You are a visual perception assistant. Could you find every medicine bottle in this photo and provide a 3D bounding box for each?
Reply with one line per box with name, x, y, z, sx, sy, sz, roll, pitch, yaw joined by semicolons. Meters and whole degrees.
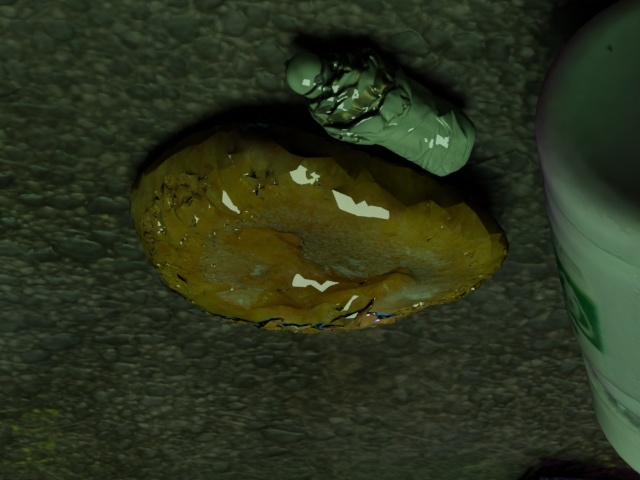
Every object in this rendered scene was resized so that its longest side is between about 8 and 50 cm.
medicine bottle;0.259;0.008;1.204;0.212;0.212;0.325;-7;145;12

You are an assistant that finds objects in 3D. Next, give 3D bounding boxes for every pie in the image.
pie;-0.001;0.001;1.329;0.273;0.069;0.273;7;152;4

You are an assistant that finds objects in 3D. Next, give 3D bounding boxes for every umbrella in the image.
umbrella;0.038;-0.087;1.212;0.143;0.062;0.067;22;172;-29

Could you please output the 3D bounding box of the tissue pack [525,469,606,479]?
tissue pack;0.329;0.331;1.773;0.361;0.122;0.259;8;148;-13
